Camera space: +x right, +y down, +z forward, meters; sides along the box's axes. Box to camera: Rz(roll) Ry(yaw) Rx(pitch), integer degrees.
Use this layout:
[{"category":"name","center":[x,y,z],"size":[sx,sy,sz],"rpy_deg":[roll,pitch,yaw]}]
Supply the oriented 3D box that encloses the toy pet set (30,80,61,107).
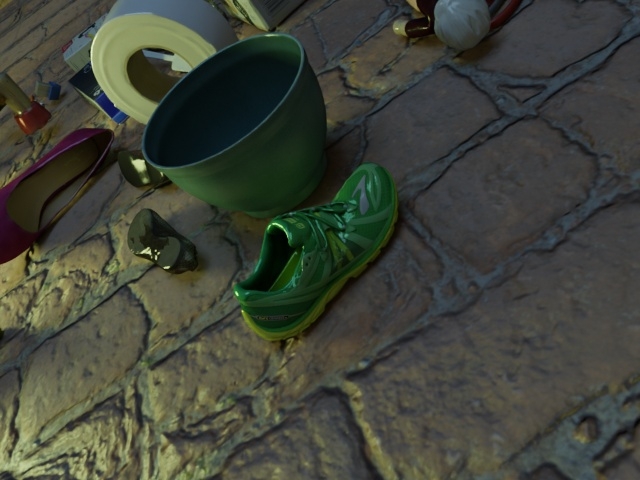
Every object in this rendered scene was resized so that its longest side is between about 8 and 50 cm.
[{"category":"toy pet set","center":[-0.787,-0.398,1.960],"size":[0.122,0.065,0.114],"rpy_deg":[42,117,53]}]

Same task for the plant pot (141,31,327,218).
[{"category":"plant pot","center":[-0.107,-0.160,1.099],"size":[0.293,0.196,0.293],"rpy_deg":[-20,44,20]}]

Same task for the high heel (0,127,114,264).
[{"category":"high heel","center":[-0.580,-0.107,1.449],"size":[0.181,0.127,0.377],"rpy_deg":[-19,39,37]}]

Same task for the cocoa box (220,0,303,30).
[{"category":"cocoa box","center":[-0.174,-0.691,1.535],"size":[0.231,0.347,0.228],"rpy_deg":[-44,40,-6]}]

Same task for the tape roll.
[{"category":"tape roll","center":[-0.303,-0.352,1.362],"size":[0.286,0.286,0.100],"rpy_deg":[-14,46,27]}]

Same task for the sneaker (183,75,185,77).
[{"category":"sneaker","center":[-0.272,-0.358,1.534],"size":[0.069,0.038,0.098],"rpy_deg":[18,65,46]}]

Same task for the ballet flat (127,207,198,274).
[{"category":"ballet flat","center":[-0.271,0.004,1.186],"size":[0.250,0.058,0.084],"rpy_deg":[24,90,53]}]

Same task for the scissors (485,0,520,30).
[{"category":"scissors","center":[0.347,-0.468,1.195],"size":[0.297,0.021,0.109],"rpy_deg":[-48,38,-13]}]

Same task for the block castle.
[{"category":"block castle","center":[-0.957,-0.273,1.839],"size":[0.453,0.213,0.303],"rpy_deg":[7,54,38]}]

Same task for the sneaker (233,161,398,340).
[{"category":"sneaker","center":[0.000,0.000,0.924],"size":[0.109,0.123,0.295],"rpy_deg":[21,66,46]}]

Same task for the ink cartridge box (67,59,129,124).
[{"category":"ink cartridge box","center":[-0.528,-0.410,1.758],"size":[0.165,0.065,0.333],"rpy_deg":[-46,41,-10]}]

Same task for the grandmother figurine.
[{"category":"grandmother figurine","center":[0.206,-0.436,1.188],"size":[0.342,0.104,0.208],"rpy_deg":[-104,32,-47]}]

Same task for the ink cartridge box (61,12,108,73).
[{"category":"ink cartridge box","center":[-0.658,-0.571,1.997],"size":[0.175,0.072,0.127],"rpy_deg":[-38,39,2]}]

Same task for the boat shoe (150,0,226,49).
[{"category":"boat shoe","center":[-0.370,-0.569,1.767],"size":[0.285,0.089,0.104],"rpy_deg":[-6,50,34]}]

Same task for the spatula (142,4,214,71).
[{"category":"spatula","center":[-0.369,-0.507,1.686],"size":[0.242,0.019,0.168],"rpy_deg":[19,97,33]}]

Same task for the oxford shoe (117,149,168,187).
[{"category":"oxford shoe","center":[-0.340,-0.151,1.382],"size":[0.076,0.076,0.212],"rpy_deg":[-28,26,-38]}]
